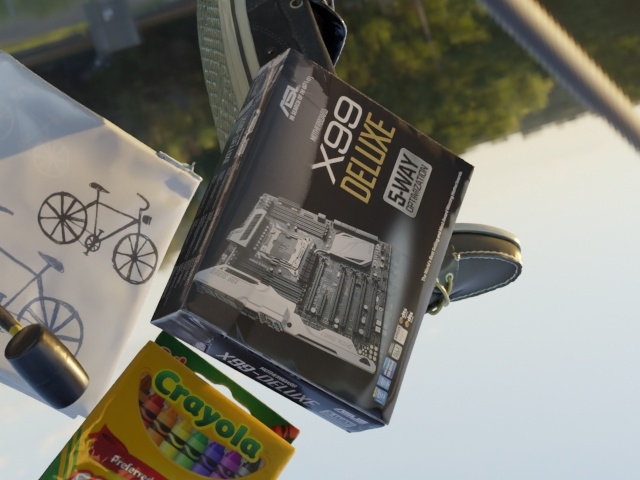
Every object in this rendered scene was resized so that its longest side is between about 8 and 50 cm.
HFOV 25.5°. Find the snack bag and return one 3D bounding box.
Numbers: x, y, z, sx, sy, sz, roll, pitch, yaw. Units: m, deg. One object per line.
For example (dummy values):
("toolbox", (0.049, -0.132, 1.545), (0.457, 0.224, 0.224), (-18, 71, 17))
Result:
("snack bag", (-0.325, -0.007, 1.624), (0.323, 0.342, 0.037), (32, 162, -33))

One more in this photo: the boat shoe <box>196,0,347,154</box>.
("boat shoe", (-0.056, -0.243, 1.694), (0.156, 0.500, 0.187), (-4, 149, -14))

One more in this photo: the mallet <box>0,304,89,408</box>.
("mallet", (-0.228, 0.081, 1.097), (0.039, 0.062, 0.190), (-43, -158, -11))

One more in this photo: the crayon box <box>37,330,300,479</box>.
("crayon box", (-0.169, 0.250, 1.473), (0.318, 0.202, 0.081), (-55, -178, -32))

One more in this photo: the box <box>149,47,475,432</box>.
("box", (0.000, 0.000, 1.402), (0.076, 0.242, 0.307), (-24, -140, 56))

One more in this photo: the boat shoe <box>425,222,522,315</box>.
("boat shoe", (0.101, 0.050, 1.657), (0.305, 0.109, 0.091), (-6, -138, -14))
